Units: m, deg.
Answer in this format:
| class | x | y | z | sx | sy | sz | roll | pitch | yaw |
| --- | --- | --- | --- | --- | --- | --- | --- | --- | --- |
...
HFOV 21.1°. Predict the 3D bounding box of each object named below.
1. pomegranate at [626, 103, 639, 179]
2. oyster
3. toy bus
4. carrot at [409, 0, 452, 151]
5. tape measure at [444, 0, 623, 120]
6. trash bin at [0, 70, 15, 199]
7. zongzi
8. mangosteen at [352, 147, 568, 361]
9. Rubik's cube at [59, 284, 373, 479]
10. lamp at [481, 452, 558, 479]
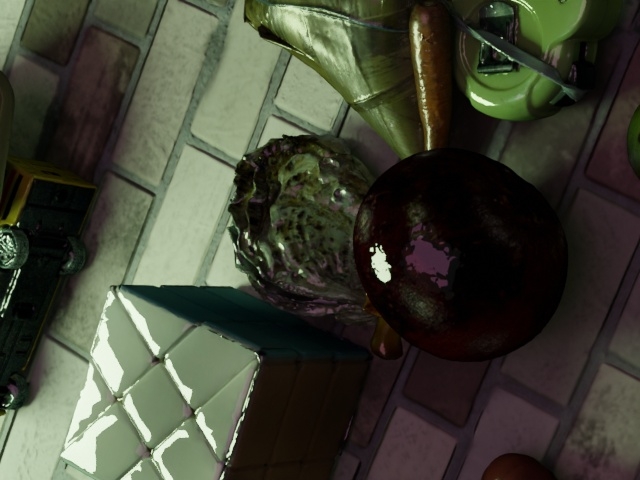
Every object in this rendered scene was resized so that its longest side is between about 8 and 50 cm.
| class | x | y | z | sx | sy | sz | roll | pitch | yaw |
| --- | --- | --- | --- | --- | --- | --- | --- | --- | --- |
| pomegranate | 0.383 | -0.079 | 1.699 | 0.148 | 0.148 | 0.169 | -24 | 87 | 29 |
| oyster | 0.000 | 0.000 | 1.960 | 0.198 | 0.112 | 0.267 | -25 | 67 | 7 |
| toy bus | -0.403 | 0.061 | 2.190 | 0.123 | 0.121 | 0.335 | 34 | 106 | 37 |
| carrot | 0.119 | -0.163 | 1.843 | 0.047 | 0.047 | 0.191 | 11 | 116 | 31 |
| tape measure | 0.213 | -0.213 | 1.819 | 0.200 | 0.106 | 0.175 | 10 | 100 | 37 |
| trash bin | -0.490 | -0.083 | 2.170 | 0.247 | 0.121 | 0.243 | -28 | 51 | 52 |
| zongzi | 0.025 | -0.197 | 1.943 | 0.251 | 0.125 | 0.274 | 9 | 113 | 40 |
| mangosteen | 0.126 | 0.033 | 1.801 | 0.261 | 0.235 | 0.235 | -45 | 67 | 33 |
| Rubik's cube | -0.117 | 0.187 | 1.947 | 0.231 | 0.225 | 0.221 | 23 | 100 | 31 |
| lamp | 0.212 | 0.275 | 1.826 | 0.101 | 0.090 | 0.101 | 48 | 148 | 44 |
